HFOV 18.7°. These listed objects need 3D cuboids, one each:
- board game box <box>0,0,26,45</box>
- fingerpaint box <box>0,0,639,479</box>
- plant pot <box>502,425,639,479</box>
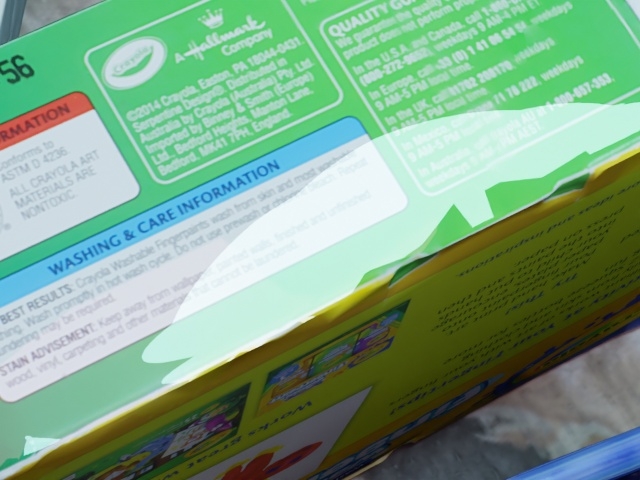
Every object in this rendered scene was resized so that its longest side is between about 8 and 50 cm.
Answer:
[{"bbox_3d":[-0.300,-0.134,1.031,0.275,0.144,0.142,10,69,-5],"label":"board game box"},{"bbox_3d":[0.000,0.000,0.910,0.445,0.371,0.163,-26,74,-17],"label":"fingerpaint box"},{"bbox_3d":[0.179,0.220,0.937,0.236,0.212,0.236,-16,71,-22],"label":"plant pot"}]
